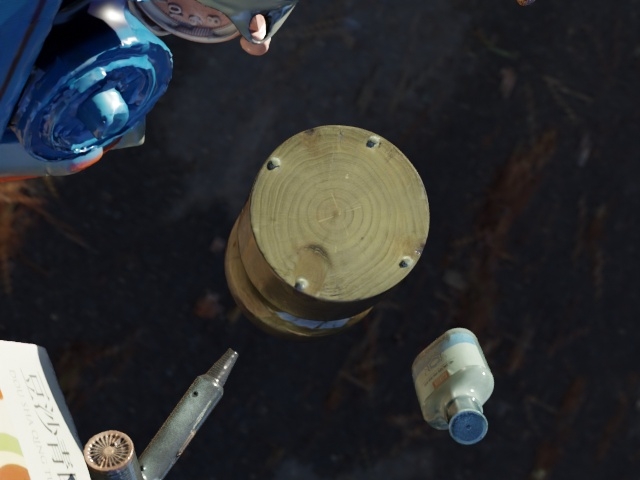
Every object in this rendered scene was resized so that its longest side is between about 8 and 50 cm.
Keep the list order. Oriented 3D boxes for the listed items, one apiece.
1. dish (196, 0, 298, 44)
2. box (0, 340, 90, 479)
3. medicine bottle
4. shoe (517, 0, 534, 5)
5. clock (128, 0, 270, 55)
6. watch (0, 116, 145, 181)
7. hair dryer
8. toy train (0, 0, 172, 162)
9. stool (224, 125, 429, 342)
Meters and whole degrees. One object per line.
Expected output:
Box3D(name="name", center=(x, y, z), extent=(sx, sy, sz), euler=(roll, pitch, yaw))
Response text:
Box3D(name="dish", center=(-0.041, -0.339, 1.521), extent=(0.303, 0.120, 0.303), euler=(-2, 94, -39))
Box3D(name="box", center=(-0.339, 0.254, 1.492), extent=(0.122, 0.344, 0.385), euler=(-28, 162, 19))
Box3D(name="medicine bottle", center=(0.149, 0.165, 1.896), extent=(0.090, 0.208, 0.054), euler=(-40, 106, 9))
Box3D(name="shoe", center=(0.246, -0.319, 1.938), extent=(0.109, 0.072, 0.069), euler=(-55, 136, -39))
Box3D(name="clock", center=(-0.123, -0.271, 1.693), extent=(0.166, 0.162, 0.093), euler=(89, 15, -52))
Box3D(name="watch", center=(-0.285, -0.221, 1.624), extent=(0.305, 0.241, 0.274), euler=(-66, 153, -58))
Box3D(name="hair dryer", center=(-0.132, 0.193, 1.566), extent=(0.195, 0.050, 0.173), euler=(-47, 149, -32))
Box3D(name="toy train", center=(-0.193, -0.160, 0.914), extent=(0.265, 0.188, 0.300), euler=(-21, 157, -40))
Box3D(name="stool", center=(0.000, 0.000, 1.760), extent=(0.179, 0.179, 0.264), euler=(-51, 179, -14))
